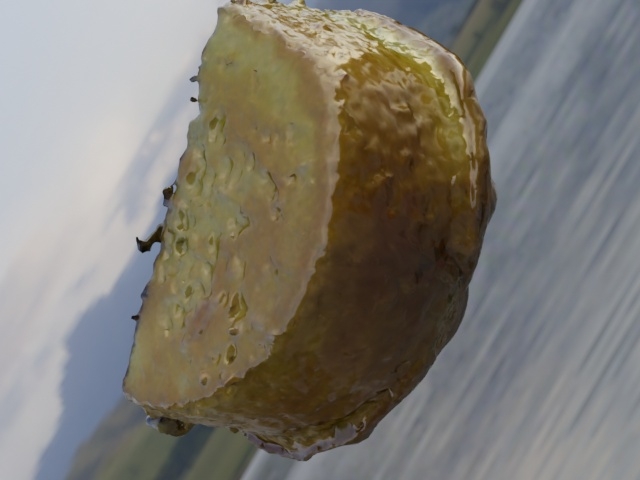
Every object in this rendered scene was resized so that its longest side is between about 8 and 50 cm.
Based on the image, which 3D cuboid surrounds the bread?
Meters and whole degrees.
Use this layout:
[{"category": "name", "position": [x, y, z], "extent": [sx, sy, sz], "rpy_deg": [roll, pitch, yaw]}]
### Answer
[{"category": "bread", "position": [0.000, 0.000, 0.834], "extent": [0.139, 0.143, 0.229], "rpy_deg": [20, 98, 51]}]
